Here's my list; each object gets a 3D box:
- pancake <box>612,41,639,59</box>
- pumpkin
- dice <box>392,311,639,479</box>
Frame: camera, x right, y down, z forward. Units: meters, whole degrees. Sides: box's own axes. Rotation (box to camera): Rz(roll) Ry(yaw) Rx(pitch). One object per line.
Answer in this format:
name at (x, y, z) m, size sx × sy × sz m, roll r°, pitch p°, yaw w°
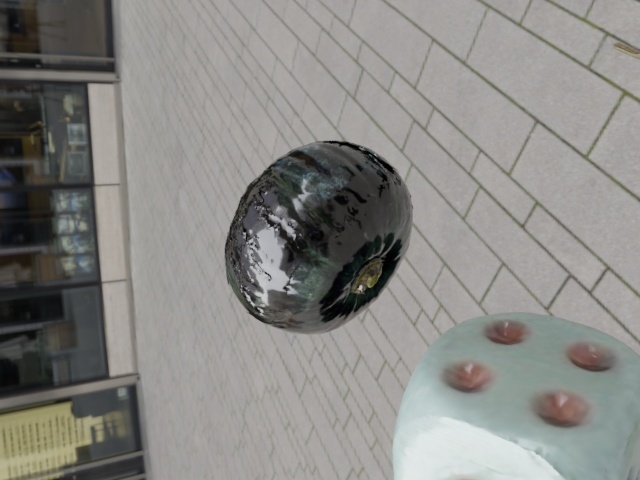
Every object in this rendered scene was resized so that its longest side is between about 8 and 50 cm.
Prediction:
pancake at (0.400, -0.212, 0.693) m, size 0.115 × 0.115 × 0.011 m, roll 53°, pitch 133°, yaw 46°
pumpkin at (0.000, 0.000, 0.657) m, size 0.163 × 0.233 × 0.233 m, roll 41°, pitch 135°, yaw 22°
dice at (0.269, 0.267, 0.763) m, size 0.268 × 0.262 × 0.264 m, roll 11°, pitch 120°, yaw 38°
